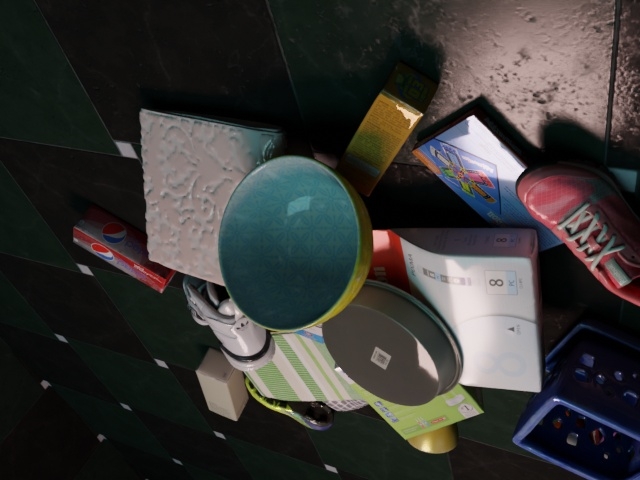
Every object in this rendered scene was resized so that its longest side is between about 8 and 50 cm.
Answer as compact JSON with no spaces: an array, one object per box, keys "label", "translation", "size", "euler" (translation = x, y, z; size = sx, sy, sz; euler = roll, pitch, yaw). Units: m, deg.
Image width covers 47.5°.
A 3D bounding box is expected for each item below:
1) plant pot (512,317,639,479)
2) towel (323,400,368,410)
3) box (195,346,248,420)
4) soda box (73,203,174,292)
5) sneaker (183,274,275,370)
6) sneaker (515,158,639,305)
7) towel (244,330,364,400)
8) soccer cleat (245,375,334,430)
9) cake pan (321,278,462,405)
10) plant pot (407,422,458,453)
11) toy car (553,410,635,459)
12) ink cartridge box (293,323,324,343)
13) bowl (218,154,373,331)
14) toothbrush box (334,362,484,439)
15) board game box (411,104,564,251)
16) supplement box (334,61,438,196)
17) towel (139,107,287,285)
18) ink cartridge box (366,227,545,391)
[{"label":"plant pot","translation":[0.516,0.293,1.336],"size":[0.235,0.212,0.236],"euler":[23,147,7]},{"label":"towel","translation":[0.030,0.303,1.794],"size":[0.283,0.121,0.235],"euler":[36,145,-11]},{"label":"box","translation":[-0.301,0.450,2.262],"size":[0.113,0.094,0.275],"euler":[19,145,14]},{"label":"soda box","translation":[-0.486,0.021,1.830],"size":[0.263,0.083,0.092],"euler":[30,148,-3]},{"label":"sneaker","translation":[-0.230,0.117,1.646],"size":[0.366,0.137,0.210],"euler":[44,157,46]},{"label":"sneaker","translation":[0.421,-0.003,1.059],"size":[0.313,0.136,0.116],"euler":[34,127,-12]},{"label":"towel","translation":[-0.063,0.292,1.727],"size":[0.324,0.038,0.248],"euler":[-11,123,36]},{"label":"soccer cleat","translation":[-0.096,0.482,2.157],"size":[0.289,0.093,0.121],"euler":[26,154,6]},{"label":"cake pan","translation":[0.122,0.202,1.368],"size":[0.293,0.054,0.293],"euler":[24,139,23]},{"label":"plant pot","translation":[0.282,0.450,1.817],"size":[0.134,0.134,0.095],"euler":[12,116,24]},{"label":"toy car","translation":[0.584,0.401,1.521],"size":[0.181,0.159,0.136],"euler":[20,110,13]},{"label":"ink cartridge box","translation":[-0.044,0.123,1.509],"size":[0.139,0.082,0.191],"euler":[20,151,14]},{"label":"bowl","translation":[-0.016,0.010,1.231],"size":[0.289,0.290,0.156],"euler":[2,176,35]},{"label":"toothbrush box","translation":[0.196,0.284,1.587],"size":[0.206,0.122,0.283],"euler":[-28,121,26]},{"label":"board game box","translation":[0.292,-0.086,1.161],"size":[0.281,0.027,0.145],"euler":[40,144,-17]},{"label":"supplement box","translation":[0.097,-0.169,1.149],"size":[0.080,0.078,0.233],"euler":[29,148,0]},{"label":"towel","translation":[-0.205,-0.075,1.390],"size":[0.316,0.053,0.332],"euler":[15,116,26]},{"label":"ink cartridge box","translation":[0.198,0.124,1.306],"size":[0.384,0.091,0.308],"euler":[0,127,21]}]
